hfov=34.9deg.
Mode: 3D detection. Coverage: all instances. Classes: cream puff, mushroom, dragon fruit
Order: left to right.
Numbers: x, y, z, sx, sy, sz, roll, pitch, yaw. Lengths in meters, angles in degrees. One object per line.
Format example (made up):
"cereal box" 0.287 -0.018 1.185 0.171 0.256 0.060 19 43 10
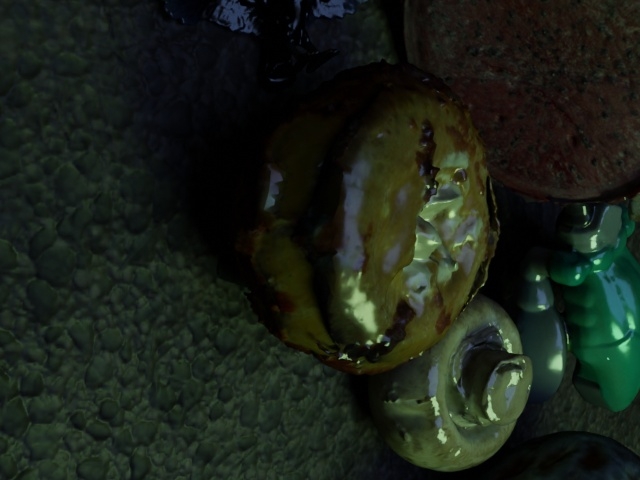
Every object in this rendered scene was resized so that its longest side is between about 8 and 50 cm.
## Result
"cream puff" 0.027 -0.017 0.780 0.240 0.164 0.240 -24 121 -49
"mushroom" 0.118 0.126 0.906 0.166 0.127 0.166 -3 94 -36
"dragon fruit" 0.244 -0.220 0.879 0.263 0.296 0.314 -43 130 -35

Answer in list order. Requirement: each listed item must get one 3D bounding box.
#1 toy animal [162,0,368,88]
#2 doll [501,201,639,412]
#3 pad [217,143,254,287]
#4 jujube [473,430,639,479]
"toy animal" -0.029 -0.178 0.794 0.220 0.062 0.107 -17 88 -39
"doll" 0.269 0.042 1.021 0.195 0.153 0.258 -6 107 -37
"pad" 0.000 0.000 0.865 0.193 0.004 0.116 21 80 -42
"jujube" 0.220 0.321 0.936 0.215 0.247 0.308 85 22 -52
